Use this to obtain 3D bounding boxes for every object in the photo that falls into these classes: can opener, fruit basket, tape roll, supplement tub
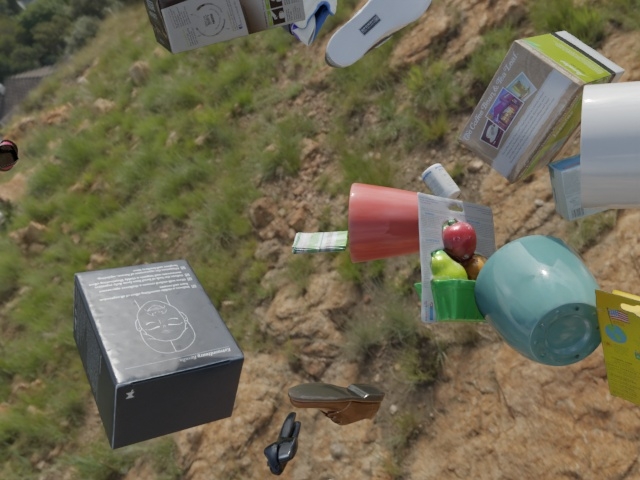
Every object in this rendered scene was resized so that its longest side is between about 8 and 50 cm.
[{"bbox_3d":[-0.070,0.426,1.306,0.073,0.059,0.186,-11,9,11],"label":"can opener"},{"bbox_3d":[0.384,0.059,1.747,0.165,0.327,0.352,-22,68,49],"label":"fruit basket"},{"bbox_3d":[0.594,-0.181,1.190,0.169,0.246,0.246,2,55,25],"label":"tape roll"},{"bbox_3d":[0.352,-0.165,1.818,0.071,0.071,0.107,-34,73,7],"label":"supplement tub"}]

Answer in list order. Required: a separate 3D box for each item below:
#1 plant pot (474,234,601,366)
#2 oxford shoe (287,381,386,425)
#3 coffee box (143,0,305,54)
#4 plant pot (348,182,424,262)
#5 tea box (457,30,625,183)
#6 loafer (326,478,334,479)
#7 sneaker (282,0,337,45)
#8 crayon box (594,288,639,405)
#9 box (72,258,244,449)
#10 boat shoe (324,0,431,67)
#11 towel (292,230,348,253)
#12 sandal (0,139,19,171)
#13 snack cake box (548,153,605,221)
[{"bbox_3d":[0.558,0.166,1.528,0.293,0.293,0.235,-32,25,9],"label":"plant pot"},{"bbox_3d":[0.029,0.311,1.161,0.076,0.212,0.076,25,100,58],"label":"oxford shoe"},{"bbox_3d":[-0.205,-0.498,1.306,0.297,0.118,0.168,-21,34,-17],"label":"coffee box"},{"bbox_3d":[0.227,-0.060,2.075,0.243,0.275,0.274,0,51,9],"label":"plant pot"},{"bbox_3d":[0.615,-0.379,1.747,0.324,0.329,0.220,-24,60,-41],"label":"tea box"},{"bbox_3d":[0.020,0.615,1.272,0.092,0.268,0.102,15,24,3],"label":"loafer"},{"bbox_3d":[-0.117,-0.559,1.519,0.323,0.130,0.236,-27,73,9],"label":"sneaker"},{"bbox_3d":[0.721,0.235,1.339,0.081,0.318,0.202,-36,32,-24],"label":"crayon box"},{"bbox_3d":[-0.406,0.253,1.506,0.294,0.212,0.395,-7,37,-31],"label":"box"},{"bbox_3d":[0.133,-0.513,1.468,0.301,0.108,0.102,-42,11,-2],"label":"boat shoe"},{"bbox_3d":[0.000,0.000,1.741,0.152,0.023,0.113,-4,27,9],"label":"towel"},{"bbox_3d":[-0.657,-0.175,1.283,0.040,0.067,0.179,-2,9,-6],"label":"sandal"},{"bbox_3d":[0.766,-0.169,1.672,0.264,0.152,0.089,-17,21,2],"label":"snack cake box"}]
